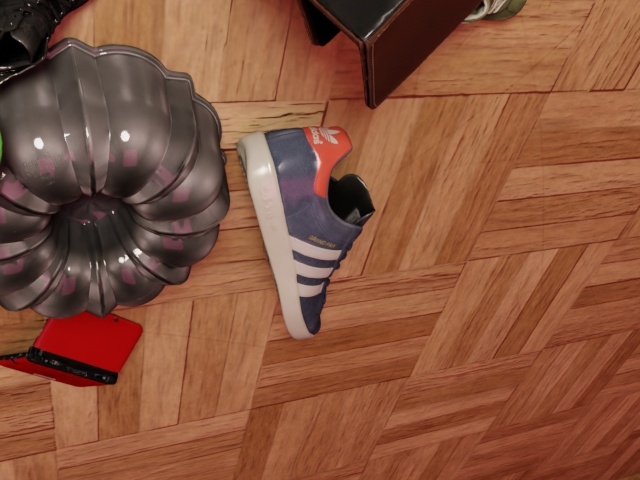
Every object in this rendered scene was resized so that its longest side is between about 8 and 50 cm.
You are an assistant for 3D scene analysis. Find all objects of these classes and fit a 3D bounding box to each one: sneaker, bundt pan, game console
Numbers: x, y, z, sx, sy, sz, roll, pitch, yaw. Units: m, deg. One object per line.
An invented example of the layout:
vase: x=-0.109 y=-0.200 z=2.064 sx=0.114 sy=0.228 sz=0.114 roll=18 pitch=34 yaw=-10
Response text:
sneaker: x=0.000 y=0.000 z=0.923 sx=0.148 sy=0.131 sz=0.350 roll=-16 pitch=140 yaw=-6
sneaker: x=0.159 y=-0.257 z=0.761 sx=0.192 sy=0.086 sz=0.064 roll=4 pitch=132 yaw=-32
bundt pan: x=-0.244 y=-0.035 z=0.758 sx=0.330 sy=0.124 sz=0.331 roll=-16 pitch=141 yaw=-13
game console: x=-0.343 y=0.144 z=0.988 sx=0.124 sy=0.085 sz=0.144 roll=-11 pitch=151 yaw=34
sneaker: x=-0.247 y=-0.185 z=0.614 sx=0.170 sy=0.089 sz=0.051 roll=-30 pitch=141 yaw=5

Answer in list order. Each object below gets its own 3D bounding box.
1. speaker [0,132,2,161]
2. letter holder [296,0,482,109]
speaker: x=-0.399 y=-0.038 z=0.600 sx=0.296 sy=0.131 sz=0.131 roll=-22 pitch=147 yaw=30
letter holder: x=0.094 y=-0.285 z=0.608 sx=0.302 sy=0.152 sz=0.214 roll=-46 pitch=172 yaw=1
